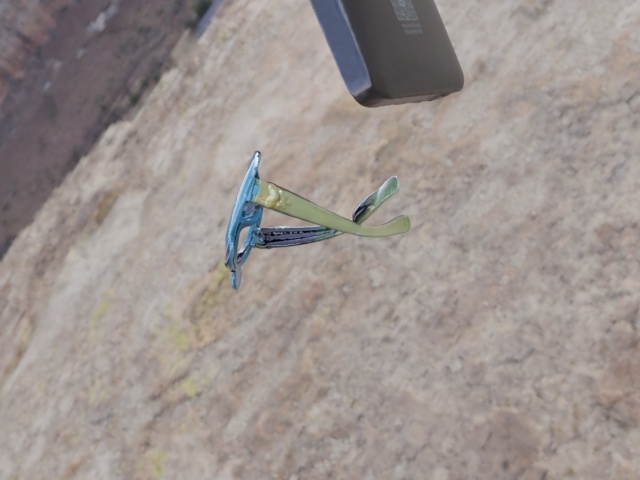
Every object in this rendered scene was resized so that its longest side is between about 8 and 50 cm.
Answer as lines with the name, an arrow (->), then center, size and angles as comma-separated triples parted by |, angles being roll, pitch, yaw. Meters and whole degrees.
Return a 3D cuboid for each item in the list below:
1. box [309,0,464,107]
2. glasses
box -> 0.086, -0.330, 1.452 | 0.073, 0.289, 0.290 | -24, -3, 35
glasses -> -0.011, -0.036, 1.021 | 0.239, 0.206, 0.102 | 113, 140, -77
